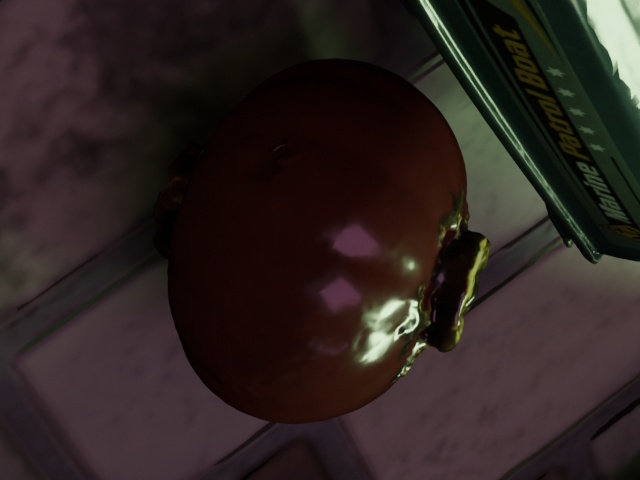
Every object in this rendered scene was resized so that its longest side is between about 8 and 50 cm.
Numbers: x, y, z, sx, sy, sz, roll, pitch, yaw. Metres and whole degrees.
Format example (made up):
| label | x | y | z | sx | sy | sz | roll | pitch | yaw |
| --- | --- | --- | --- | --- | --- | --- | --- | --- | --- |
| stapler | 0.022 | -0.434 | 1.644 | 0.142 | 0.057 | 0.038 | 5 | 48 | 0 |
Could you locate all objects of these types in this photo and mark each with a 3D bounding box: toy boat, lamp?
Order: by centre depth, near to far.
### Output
| label | x | y | z | sx | sy | sz | roll | pitch | yaw |
| --- | --- | --- | --- | --- | --- | --- | --- | --- | --- |
| toy boat | 0.054 | -0.093 | 0.413 | 0.114 | 0.122 | 0.296 | -65 | 147 | -12 |
| lamp | 0.000 | 0.000 | 0.466 | 0.101 | 0.090 | 0.101 | 20 | 90 | -78 |
